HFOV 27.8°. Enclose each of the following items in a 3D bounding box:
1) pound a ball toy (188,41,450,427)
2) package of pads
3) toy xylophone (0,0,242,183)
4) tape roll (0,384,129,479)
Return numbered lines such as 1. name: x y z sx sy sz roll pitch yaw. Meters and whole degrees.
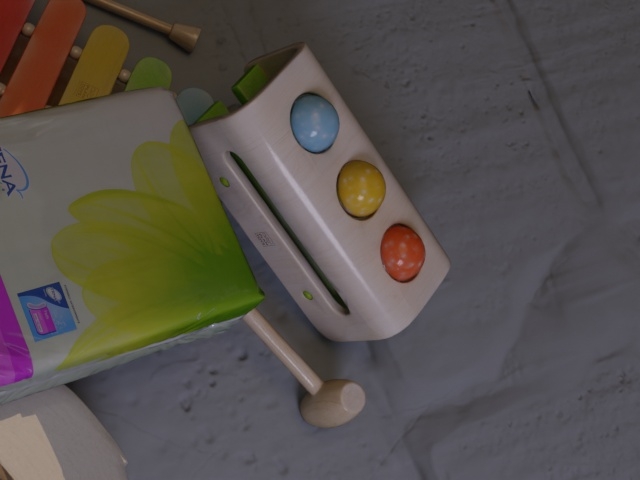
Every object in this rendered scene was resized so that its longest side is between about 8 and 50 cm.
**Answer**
1. pound a ball toy: 0.000 0.000 1.232 0.319 0.135 0.208 55 52 -21
2. package of pads: -0.225 0.000 1.101 0.296 0.101 0.229 -16 74 -31
3. toy xylophone: -0.232 -0.163 1.273 0.322 0.081 0.236 17 65 -16
4. tape roll: -0.335 0.262 1.041 0.392 0.072 0.392 8 68 -19
